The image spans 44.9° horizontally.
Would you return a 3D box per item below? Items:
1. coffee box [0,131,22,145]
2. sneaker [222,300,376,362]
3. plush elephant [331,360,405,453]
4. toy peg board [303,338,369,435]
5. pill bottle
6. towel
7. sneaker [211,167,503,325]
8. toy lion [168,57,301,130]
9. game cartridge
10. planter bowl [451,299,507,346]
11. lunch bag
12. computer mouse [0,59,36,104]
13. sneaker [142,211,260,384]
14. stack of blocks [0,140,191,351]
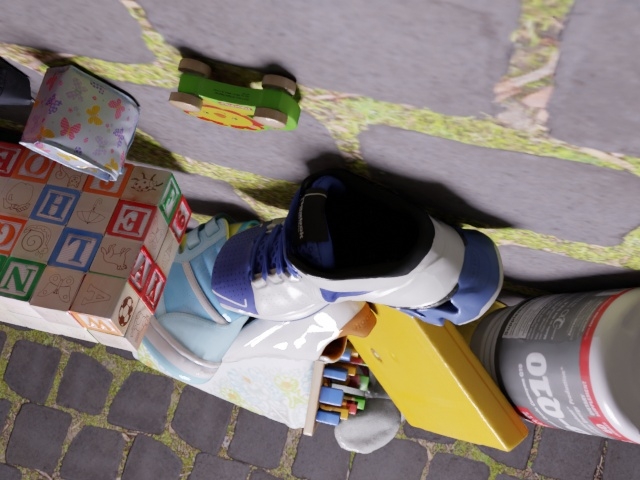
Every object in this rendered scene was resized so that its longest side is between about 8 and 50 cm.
[{"bbox_3d":[-0.407,-0.096,0.939,0.184,0.041,0.113,14,157,5],"label":"coffee box"},{"bbox_3d":[-0.045,0.134,1.049,0.290,0.106,0.123,-28,108,43],"label":"sneaker"},{"bbox_3d":[0.051,0.252,1.457,0.255,0.272,0.330,-25,172,-29],"label":"plush elephant"},{"bbox_3d":[0.037,0.219,1.252,0.079,0.161,0.160,10,-173,9],"label":"toy peg board"},{"bbox_3d":[0.299,0.140,0.898,0.161,0.161,0.283,18,168,-15],"label":"pill bottle"},{"bbox_3d":[-0.173,0.139,1.285,0.374,0.090,0.321,19,138,18],"label":"towel"},{"bbox_3d":[0.001,0.000,0.761,0.315,0.128,0.182,-2,157,35],"label":"sneaker"},{"bbox_3d":[-0.061,-0.098,0.568,0.100,0.034,0.096,12,175,11],"label":"toy lion"},{"bbox_3d":[0.116,0.143,1.054,0.285,0.052,0.323,54,163,-3],"label":"game cartridge"},{"bbox_3d":[0.173,0.126,1.177,0.217,0.091,0.217,14,168,3],"label":"planter bowl"},{"bbox_3d":[-0.195,-0.094,0.642,0.053,0.071,0.083,6,166,46],"label":"lunch bag"},{"bbox_3d":[-0.273,-0.119,0.704,0.071,0.041,0.242,8,167,26],"label":"computer mouse"},{"bbox_3d":[-0.190,0.011,1.031,0.319,0.208,0.127,45,-171,22],"label":"sneaker"},{"bbox_3d":[-0.309,-0.005,0.817,0.297,0.171,0.087,11,154,12],"label":"stack of blocks"}]
